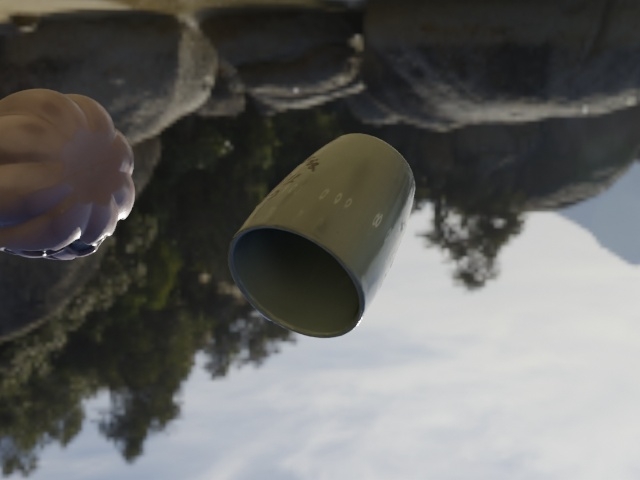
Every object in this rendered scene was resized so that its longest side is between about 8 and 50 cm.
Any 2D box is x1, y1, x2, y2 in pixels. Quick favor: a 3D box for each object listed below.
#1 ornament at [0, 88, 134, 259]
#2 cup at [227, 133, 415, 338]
[{"bbox_3d":[-0.283,-0.065,1.256,0.178,0.177,0.177,0,-174,0],"label":"ornament"},{"bbox_3d":[0.000,0.000,1.600,0.258,0.186,0.234,-48,-175,48],"label":"cup"}]
